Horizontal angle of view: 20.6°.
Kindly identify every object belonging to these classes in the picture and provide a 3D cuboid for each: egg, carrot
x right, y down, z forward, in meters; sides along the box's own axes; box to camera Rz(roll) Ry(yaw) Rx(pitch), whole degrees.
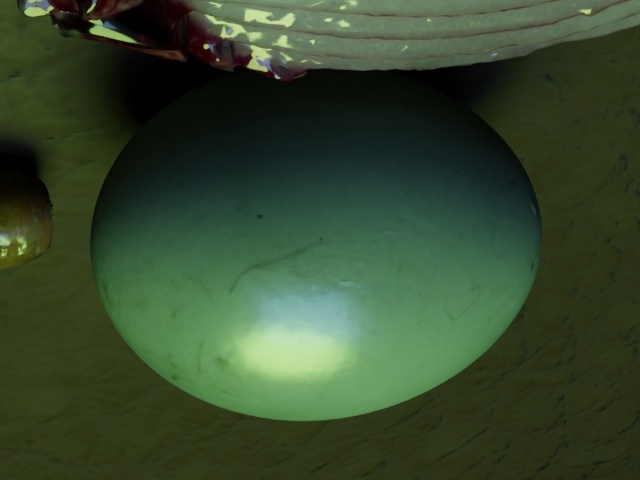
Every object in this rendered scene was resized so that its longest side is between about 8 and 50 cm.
[{"bbox_3d":[0.000,0.000,0.736,0.192,0.149,0.149,0,143,-22],"label":"egg"},{"bbox_3d":[-0.209,-0.007,0.751,0.191,0.047,0.047,-3,144,-12],"label":"carrot"}]

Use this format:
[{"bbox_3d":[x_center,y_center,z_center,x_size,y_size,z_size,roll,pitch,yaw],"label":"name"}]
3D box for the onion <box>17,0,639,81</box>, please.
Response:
[{"bbox_3d":[0.022,-0.148,0.560,0.283,0.120,0.227,-16,147,-2],"label":"onion"}]
